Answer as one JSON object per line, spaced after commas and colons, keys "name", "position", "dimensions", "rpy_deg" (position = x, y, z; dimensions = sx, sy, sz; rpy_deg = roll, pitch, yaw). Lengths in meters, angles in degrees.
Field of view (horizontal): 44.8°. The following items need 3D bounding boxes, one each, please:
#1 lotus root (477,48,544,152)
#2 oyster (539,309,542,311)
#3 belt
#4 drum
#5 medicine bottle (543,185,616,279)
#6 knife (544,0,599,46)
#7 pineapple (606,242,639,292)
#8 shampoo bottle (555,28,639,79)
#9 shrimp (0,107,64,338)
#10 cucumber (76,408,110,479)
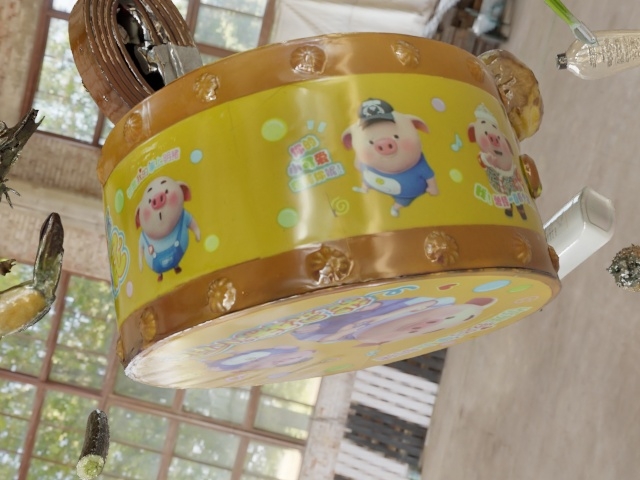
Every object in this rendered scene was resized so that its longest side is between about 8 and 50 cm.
{"name": "lotus root", "position": [0.358, -0.268, 1.716], "dimensions": [0.250, 0.316, 0.316], "rpy_deg": [32, -109, -83]}
{"name": "oyster", "position": [0.297, 0.025, 1.170], "dimensions": [0.105, 0.056, 0.177], "rpy_deg": [98, 159, -58]}
{"name": "belt", "position": [-0.346, -0.344, 1.501], "dimensions": [0.217, 0.338, 0.122], "rpy_deg": [-32, 9, -33]}
{"name": "drum", "position": [0.000, 0.000, 0.763], "dimensions": [0.431, 0.431, 0.214], "rpy_deg": [101, 159, -72]}
{"name": "medicine bottle", "position": [0.631, 0.013, 2.060], "dimensions": [0.324, 0.124, 0.179], "rpy_deg": [-51, 15, 46]}
{"name": "knife", "position": [0.407, -0.368, 1.284], "dimensions": [0.026, 0.184, 0.022], "rpy_deg": [-8, 62, 47]}
{"name": "pineapple", "position": [0.657, 0.060, 1.646], "dimensions": [0.198, 0.108, 0.108], "rpy_deg": [1, -75, -55]}
{"name": "shampoo bottle", "position": [0.754, -0.495, 2.059], "dimensions": [0.078, 0.257, 0.127], "rpy_deg": [-70, -29, -74]}
{"name": "shrimp", "position": [-0.567, -0.023, 1.374], "dimensions": [0.085, 0.272, 0.444], "rpy_deg": [168, 124, -76]}
{"name": "cucumber", "position": [-0.446, 0.394, 1.544], "dimensions": [0.058, 0.052, 0.214], "rpy_deg": [-34, 19, 0]}
